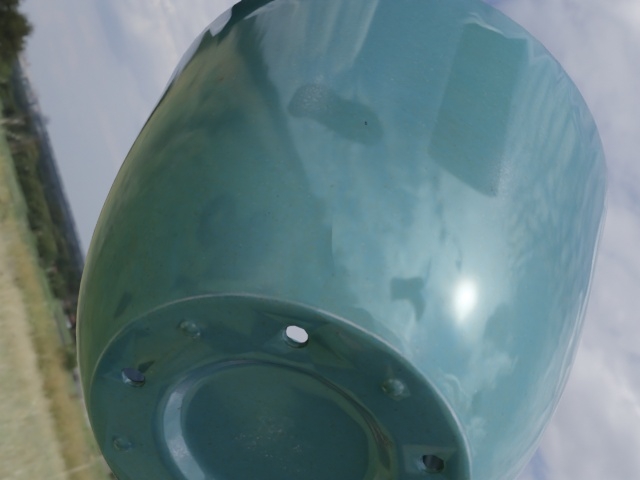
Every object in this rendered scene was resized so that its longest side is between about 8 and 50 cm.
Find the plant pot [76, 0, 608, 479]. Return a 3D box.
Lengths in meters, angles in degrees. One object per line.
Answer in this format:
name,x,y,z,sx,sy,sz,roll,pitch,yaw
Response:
plant pot,0.006,0.035,0.535,0.235,0.293,0.293,-68,156,-53
